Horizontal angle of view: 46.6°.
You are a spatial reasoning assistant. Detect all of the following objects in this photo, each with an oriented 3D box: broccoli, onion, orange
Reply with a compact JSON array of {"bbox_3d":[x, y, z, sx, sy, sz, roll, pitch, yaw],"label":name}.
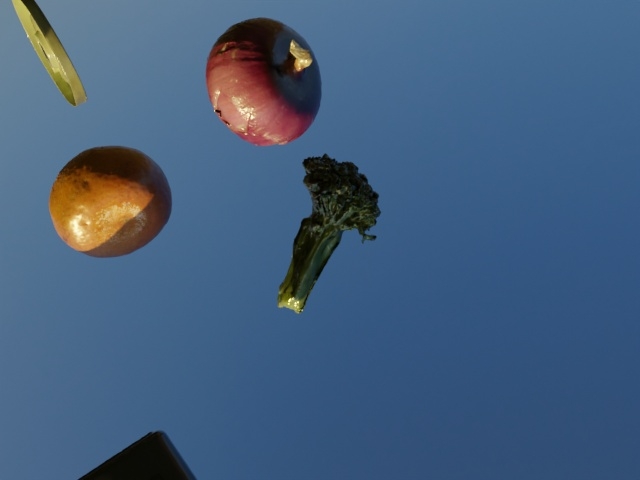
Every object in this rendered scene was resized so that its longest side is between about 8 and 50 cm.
[{"bbox_3d":[-0.007,-0.003,1.365,0.303,0.146,0.165,-68,-154,16],"label":"broccoli"},{"bbox_3d":[-0.072,-0.217,1.018,0.154,0.177,0.177,-13,-137,12],"label":"onion"},{"bbox_3d":[-0.392,-0.075,1.395,0.224,0.224,0.170,-36,-136,1],"label":"orange"}]

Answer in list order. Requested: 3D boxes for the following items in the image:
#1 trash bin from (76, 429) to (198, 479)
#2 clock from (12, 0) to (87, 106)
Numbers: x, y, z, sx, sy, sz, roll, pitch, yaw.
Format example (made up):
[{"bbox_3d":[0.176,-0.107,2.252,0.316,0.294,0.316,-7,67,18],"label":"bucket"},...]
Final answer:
[{"bbox_3d":[-0.241,0.452,1.122,0.210,0.290,0.182,-31,173,-19],"label":"trash bin"},{"bbox_3d":[-0.514,-0.362,1.406,0.029,0.234,0.235,-32,-144,-16],"label":"clock"}]
